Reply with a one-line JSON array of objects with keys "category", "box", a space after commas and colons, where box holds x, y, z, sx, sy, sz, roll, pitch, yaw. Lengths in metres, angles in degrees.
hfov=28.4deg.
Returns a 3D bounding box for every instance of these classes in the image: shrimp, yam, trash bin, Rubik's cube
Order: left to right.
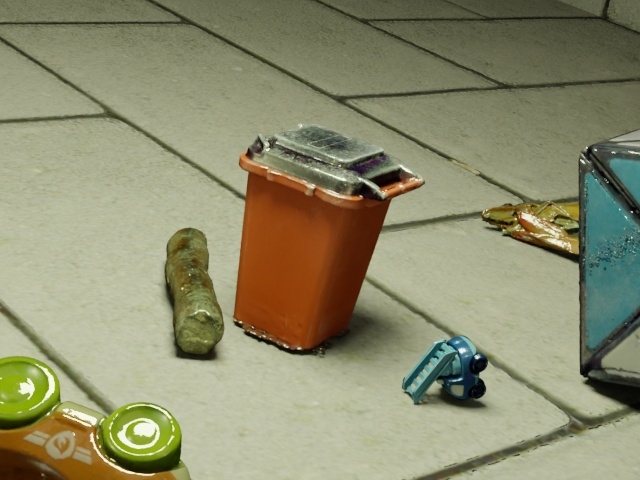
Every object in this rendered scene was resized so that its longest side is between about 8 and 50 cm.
[{"category": "yam", "box": [-0.154, 0.054, 1.505, 0.061, 0.061, 0.253, 7, 23, -13]}, {"category": "trash bin", "box": [0.000, 0.000, 1.481, 0.184, 0.238, 0.161, 20, 21, 24]}, {"category": "shrimp", "box": [0.376, -0.015, 1.941, 0.267, 0.061, 0.145, 13, 32, -4]}, {"category": "Rubik's cube", "box": [0.499, 0.020, 1.517, 0.305, 0.307, 0.310, 9, 17, 37]}]

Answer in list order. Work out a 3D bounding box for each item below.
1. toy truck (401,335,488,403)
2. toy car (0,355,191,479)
[{"category": "toy truck", "box": [0.138, 0.149, 1.427, 0.090, 0.073, 0.056, -12, 30, -18]}, {"category": "toy car", "box": [-0.226, 0.229, 0.999, 0.235, 0.145, 0.235, 4, 43, -4]}]
